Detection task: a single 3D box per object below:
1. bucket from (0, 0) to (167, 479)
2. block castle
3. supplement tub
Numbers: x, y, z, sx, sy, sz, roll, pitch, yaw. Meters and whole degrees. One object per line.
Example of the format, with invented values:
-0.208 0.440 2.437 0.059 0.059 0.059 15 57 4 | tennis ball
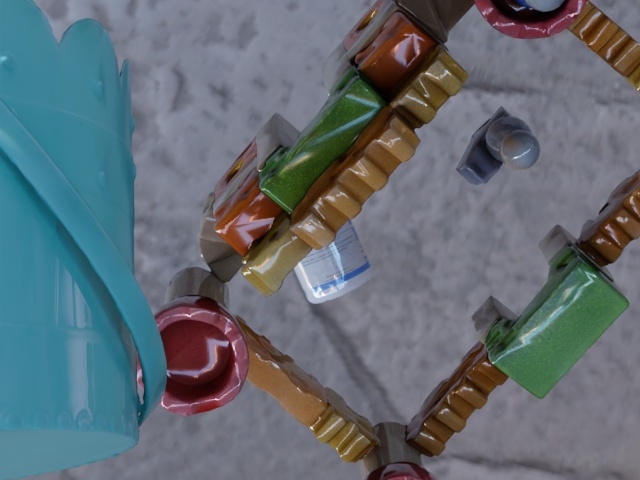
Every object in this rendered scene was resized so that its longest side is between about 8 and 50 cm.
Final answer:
-0.206 0.015 0.726 0.281 0.281 0.183 -12 77 22 | bucket
0.100 0.002 1.196 0.303 0.213 0.453 39 101 -12 | block castle
0.000 0.000 1.537 0.071 0.071 0.107 -20 97 26 | supplement tub
